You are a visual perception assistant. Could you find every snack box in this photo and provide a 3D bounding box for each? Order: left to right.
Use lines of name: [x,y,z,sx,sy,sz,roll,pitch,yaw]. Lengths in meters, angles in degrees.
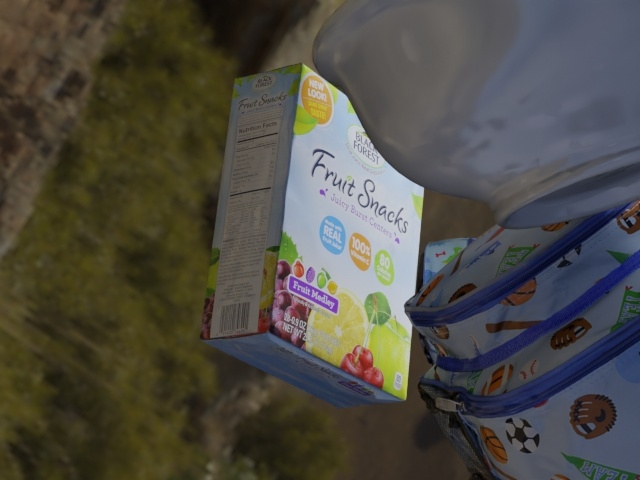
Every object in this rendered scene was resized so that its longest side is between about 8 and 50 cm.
snack box: [0.000,0.000,1.266,0.174,0.070,0.207,30,58,-48]

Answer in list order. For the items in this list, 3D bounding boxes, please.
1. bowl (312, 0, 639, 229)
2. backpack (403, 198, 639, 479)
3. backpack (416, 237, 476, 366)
bowl: [0.153,-0.092,1.011,0.297,0.134,0.298,-17,169,-3]
backpack: [0.197,0.066,1.149,0.276,0.213,0.263,-42,-166,-7]
backpack: [0.124,0.050,1.462,0.114,0.084,0.105,57,31,-68]
